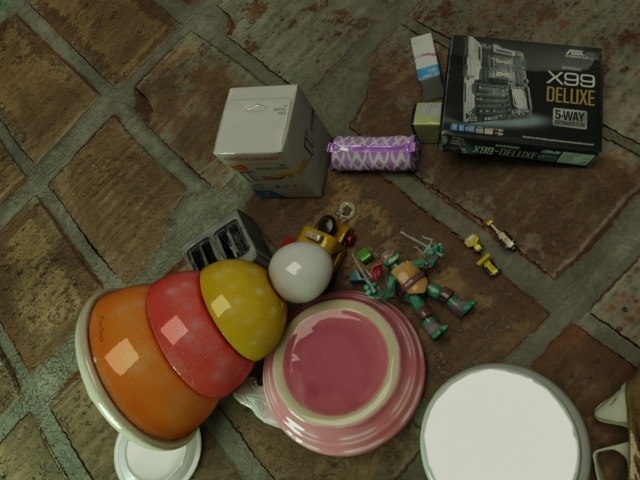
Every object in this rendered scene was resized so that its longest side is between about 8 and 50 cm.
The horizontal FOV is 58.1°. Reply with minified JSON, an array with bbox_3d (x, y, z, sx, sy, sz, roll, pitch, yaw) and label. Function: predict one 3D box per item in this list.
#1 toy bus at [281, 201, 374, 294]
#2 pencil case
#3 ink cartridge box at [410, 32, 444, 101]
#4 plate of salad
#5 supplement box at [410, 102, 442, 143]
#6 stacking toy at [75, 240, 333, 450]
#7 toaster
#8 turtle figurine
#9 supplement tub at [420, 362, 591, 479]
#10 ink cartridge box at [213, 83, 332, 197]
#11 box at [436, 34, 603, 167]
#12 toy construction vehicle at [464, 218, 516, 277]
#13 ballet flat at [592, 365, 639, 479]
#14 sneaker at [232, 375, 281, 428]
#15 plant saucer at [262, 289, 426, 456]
[{"bbox_3d":[-0.001,0.012,1.252,0.191,0.104,0.202,-24,63,11],"label":"toy bus"},{"bbox_3d":[0.121,-0.199,1.297,0.206,0.088,0.086,2,73,22],"label":"pencil case"},{"bbox_3d":[0.248,-0.398,1.325,0.052,0.088,0.122,-14,65,16],"label":"ink cartridge box"},{"bbox_3d":[-0.349,0.451,1.249,0.200,0.048,0.199,-4,66,9],"label":"plate of salad"},{"bbox_3d":[0.250,-0.258,1.271,0.083,0.083,0.056,5,71,24],"label":"supplement box"},{"bbox_3d":[-0.183,0.156,1.118,0.480,0.350,0.350,-30,62,11],"label":"stacking toy"},{"bbox_3d":[-0.209,0.044,1.320,0.168,0.110,0.185,-33,61,8],"label":"toaster"},{"bbox_3d":[0.184,0.078,1.144,0.175,0.118,0.234,-44,72,1],"label":"turtle figurine"},{"bbox_3d":[0.285,0.319,0.888,0.236,0.325,0.235,-8,67,19],"label":"supplement tub"},{"bbox_3d":[-0.100,-0.217,1.309,0.172,0.233,0.168,2,70,23],"label":"ink cartridge box"},{"bbox_3d":[0.406,-0.286,1.178,0.308,0.076,0.242,8,72,6],"label":"box"},{"bbox_3d":[0.345,0.016,1.157,0.086,0.035,0.098,-46,57,12],"label":"toy construction vehicle"},{"bbox_3d":[0.508,0.335,0.931,0.124,0.116,0.341,-4,71,41],"label":"ballet flat"},{"bbox_3d":[-0.114,0.337,1.197,0.152,0.053,0.061,30,80,29],"label":"sneaker"},{"bbox_3d":[0.037,0.245,1.132,0.333,0.084,0.331,-7,62,13],"label":"plant saucer"}]
